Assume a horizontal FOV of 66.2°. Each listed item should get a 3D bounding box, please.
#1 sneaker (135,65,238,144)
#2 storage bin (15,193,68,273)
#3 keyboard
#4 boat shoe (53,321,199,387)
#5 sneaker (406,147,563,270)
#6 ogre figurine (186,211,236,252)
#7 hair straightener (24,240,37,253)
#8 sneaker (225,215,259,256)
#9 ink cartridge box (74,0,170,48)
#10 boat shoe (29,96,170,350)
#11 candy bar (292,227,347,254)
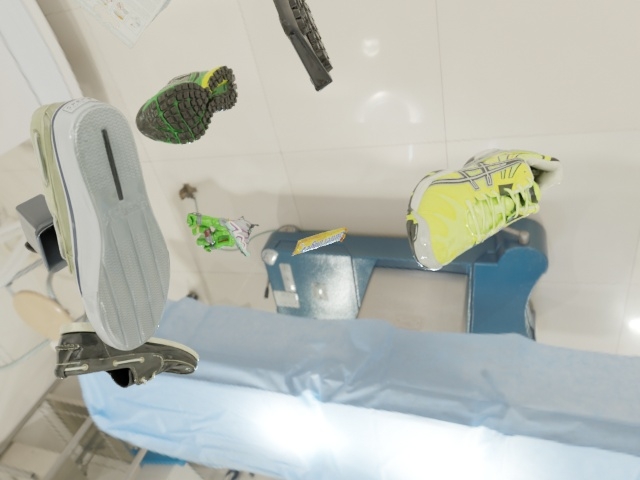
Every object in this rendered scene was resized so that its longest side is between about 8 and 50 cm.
[{"bbox_3d":[-0.335,-0.325,1.193,0.146,0.343,0.134,0,120,22],"label":"sneaker"},{"bbox_3d":[-0.512,-0.023,0.935,0.091,0.098,0.135,38,142,13],"label":"storage bin"},{"bbox_3d":[-0.028,-0.207,0.397,0.023,0.180,0.108,-21,161,10],"label":"keyboard"},{"bbox_3d":[-0.281,0.183,0.733,0.084,0.079,0.233,-21,150,28],"label":"boat shoe"},{"bbox_3d":[0.289,-0.077,0.856,0.147,0.384,0.145,1,120,48],"label":"sneaker"},{"bbox_3d":[-0.326,-0.021,1.505,0.118,0.097,0.197,-1,130,6],"label":"ogre figurine"},{"bbox_3d":[-0.678,-0.042,1.224,0.047,0.230,0.089,31,116,-27],"label":"hair straightener"},{"bbox_3d":[-0.170,-0.015,1.140,0.098,0.069,0.038,58,162,13],"label":"sneaker"},{"bbox_3d":[-0.377,-0.497,0.966,0.145,0.045,0.179,39,117,-19],"label":"ink cartridge box"},{"bbox_3d":[-0.252,-0.014,0.574,0.094,0.109,0.302,15,117,31],"label":"boat shoe"},{"bbox_3d":[0.000,0.000,1.079,0.018,0.161,0.040,44,129,28],"label":"candy bar"}]
